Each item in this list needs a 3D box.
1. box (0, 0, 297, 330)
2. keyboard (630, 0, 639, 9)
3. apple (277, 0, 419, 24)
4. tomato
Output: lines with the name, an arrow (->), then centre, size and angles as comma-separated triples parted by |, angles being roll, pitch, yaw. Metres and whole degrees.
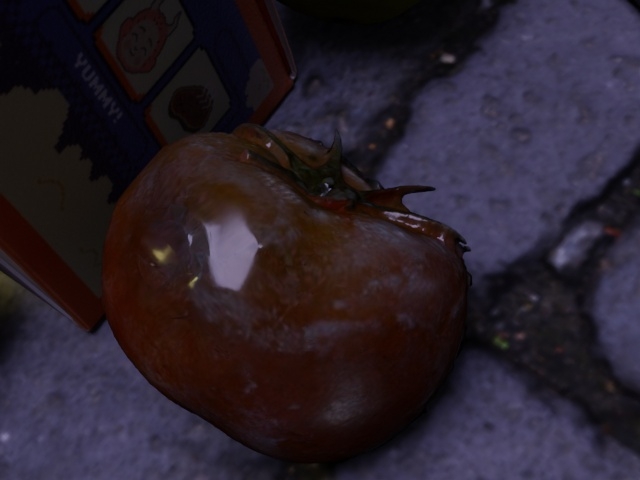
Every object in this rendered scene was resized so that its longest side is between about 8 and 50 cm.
box -> -0.248, -0.178, 0.727 | 0.348, 0.318, 0.257 | 29, 73, 30
keyboard -> 0.349, -0.234, 0.751 | 0.309, 0.018, 0.101 | -30, 56, -1
apple -> 0.028, -0.237, 0.757 | 0.157, 0.196, 0.196 | 38, 73, -12
tomato -> -0.037, 0.019, 0.625 | 0.214, 0.155, 0.181 | 33, 99, 32
